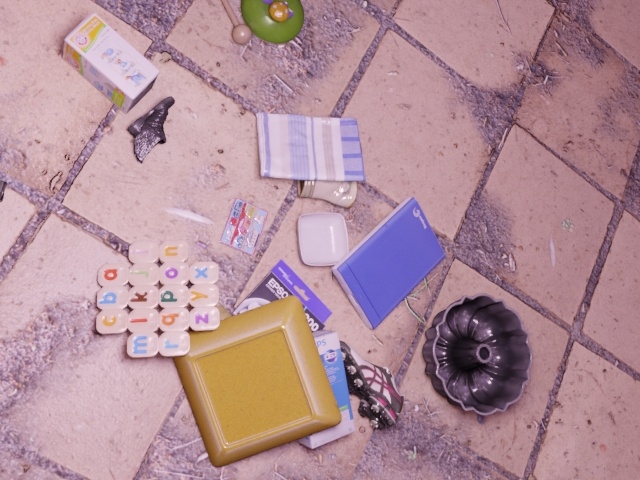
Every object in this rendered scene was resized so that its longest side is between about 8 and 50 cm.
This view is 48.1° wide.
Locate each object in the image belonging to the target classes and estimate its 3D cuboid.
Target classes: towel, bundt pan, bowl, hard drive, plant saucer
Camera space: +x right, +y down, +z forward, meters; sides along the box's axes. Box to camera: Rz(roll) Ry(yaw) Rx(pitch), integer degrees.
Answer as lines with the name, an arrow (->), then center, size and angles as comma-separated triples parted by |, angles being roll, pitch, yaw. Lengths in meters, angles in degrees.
towel -> -0.027, -0.248, 1.888 | 0.285, 0.034, 0.209 | 2, 60, -12
bundt pan -> 0.420, 0.314, 1.990 | 0.331, 0.124, 0.331 | 4, 79, -23
bowl -> 0.000, 0.000, 1.899 | 0.142, 0.053, 0.142 | -2, 80, -25
hard drive -> 0.193, 0.059, 1.954 | 0.318, 0.040, 0.210 | -42, 115, -25
plant saucer -> -0.153, 0.337, 1.669 | 0.333, 0.081, 0.333 | -20, 92, -1

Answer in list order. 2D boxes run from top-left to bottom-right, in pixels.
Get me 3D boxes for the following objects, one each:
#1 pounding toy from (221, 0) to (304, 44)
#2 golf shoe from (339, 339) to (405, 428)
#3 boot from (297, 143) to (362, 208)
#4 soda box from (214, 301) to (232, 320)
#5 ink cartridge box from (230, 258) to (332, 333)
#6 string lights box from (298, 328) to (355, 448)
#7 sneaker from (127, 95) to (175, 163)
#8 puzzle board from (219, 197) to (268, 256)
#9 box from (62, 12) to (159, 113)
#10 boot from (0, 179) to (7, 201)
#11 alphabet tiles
pounding toy -> -0.137, -0.633, 1.928 | 0.237, 0.110, 0.183 | -17, 87, -26
golf shoe -> 0.118, 0.359, 1.872 | 0.120, 0.105, 0.273 | -43, 105, -41
boot -> 0.022, -0.203, 1.938 | 0.165, 0.077, 0.213 | 11, 76, -20
soda box -> -0.219, 0.234, 1.750 | 0.058, 0.061, 0.181 | -43, 99, -25
ink cartridge box -> -0.090, 0.184, 1.828 | 0.206, 0.045, 0.208 | 46, 64, -10
string lights box -> -0.006, 0.366, 1.784 | 0.133, 0.077, 0.260 | -13, 96, -31
sneaker -> -0.407, -0.275, 1.772 | 0.170, 0.051, 0.089 | -43, 99, -20
puzzle board -> -0.194, -0.036, 1.842 | 0.096, 0.011, 0.128 | 24, 72, -18
box -> -0.504, -0.422, 1.718 | 0.203, 0.114, 0.103 | 42, 68, -11
boot -> -0.798, -0.061, 1.539 | 0.161, 0.083, 0.246 | 36, 69, -20
alphabet tiles -> -0.376, 0.133, 1.669 | 0.278, 0.021, 0.284 | -2, 67, -9
